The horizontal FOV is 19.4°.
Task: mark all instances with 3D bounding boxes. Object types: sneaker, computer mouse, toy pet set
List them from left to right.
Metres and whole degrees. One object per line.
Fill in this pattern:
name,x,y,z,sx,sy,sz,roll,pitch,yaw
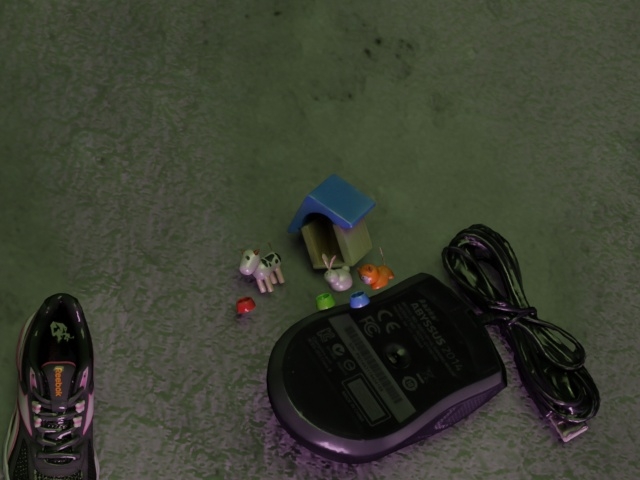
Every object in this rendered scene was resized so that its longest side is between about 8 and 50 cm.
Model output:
sneaker,-0.195,0.119,1.353,0.072,0.077,0.178,-3,65,-14
toy pet set,0.000,0.000,1.438,0.114,0.122,0.065,-42,120,-49
computer mouse,0.069,0.104,1.436,0.272,0.072,0.188,-17,66,-34
